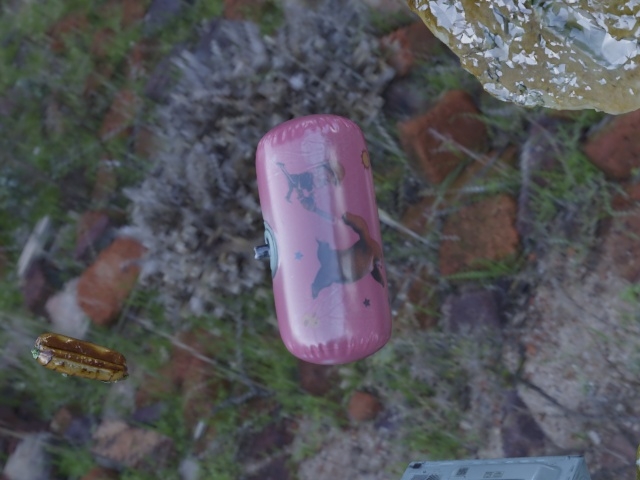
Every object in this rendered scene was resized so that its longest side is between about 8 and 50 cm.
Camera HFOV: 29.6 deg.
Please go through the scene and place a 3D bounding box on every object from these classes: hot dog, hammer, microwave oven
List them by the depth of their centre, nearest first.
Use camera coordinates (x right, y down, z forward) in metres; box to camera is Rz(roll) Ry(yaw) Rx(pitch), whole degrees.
[{"bbox_3d":[0.000,0.000,0.404,0.043,0.043,0.083,-8,91,46],"label":"hammer"},{"bbox_3d":[0.184,0.319,1.277,0.208,0.162,0.122,-10,23,32],"label":"microwave oven"},{"bbox_3d":[-0.269,0.136,1.359,0.037,0.122,0.049,-51,35,25],"label":"hot dog"}]

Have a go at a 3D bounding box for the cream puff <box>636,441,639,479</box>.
[{"bbox_3d":[0.436,0.231,1.336,0.195,0.194,0.221,44,123,51],"label":"cream puff"}]

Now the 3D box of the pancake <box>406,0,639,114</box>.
[{"bbox_3d":[0.170,-0.247,0.825,0.356,0.065,0.356,23,127,35],"label":"pancake"}]
